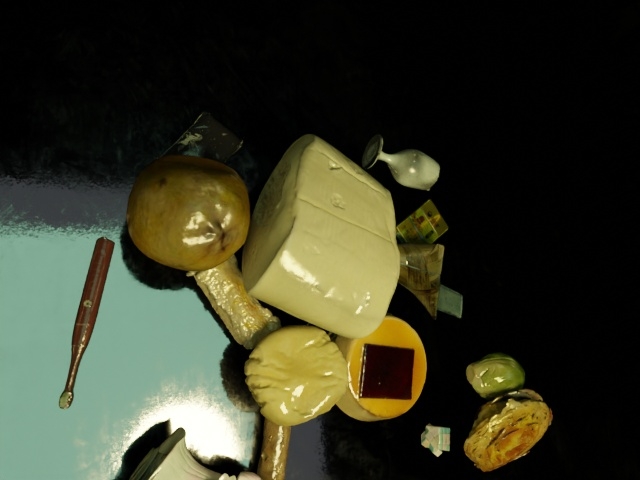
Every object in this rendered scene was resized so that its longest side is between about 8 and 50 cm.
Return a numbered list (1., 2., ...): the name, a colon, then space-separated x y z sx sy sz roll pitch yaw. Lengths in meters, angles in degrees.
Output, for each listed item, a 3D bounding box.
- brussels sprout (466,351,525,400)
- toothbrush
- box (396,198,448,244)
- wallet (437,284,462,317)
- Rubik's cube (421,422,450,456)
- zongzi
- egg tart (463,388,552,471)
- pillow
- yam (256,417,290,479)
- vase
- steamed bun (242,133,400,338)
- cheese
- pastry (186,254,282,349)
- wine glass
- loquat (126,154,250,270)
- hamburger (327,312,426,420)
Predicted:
1. brussels sprout: 0.567 0.431 1.361 0.183 0.145 0.131 25 39 -26
2. toothbrush: -0.505 0.168 0.916 0.041 0.041 0.364 14 71 -24
3. box: 0.336 -0.040 1.421 0.193 0.030 0.121 -37 96 -29
4. wallet: 0.410 0.195 1.399 0.129 0.026 0.088 23 63 -20
5. Rubik's cube: 0.328 0.574 1.233 0.075 0.073 0.084 43 55 -31
6. zongzi: 0.264 0.125 1.306 0.221 0.112 0.242 1 95 -14
7. egg tart: 0.560 0.565 1.302 0.297 0.132 0.297 -7 117 -13
8. pillow: -0.311 -0.233 1.117 0.141 0.055 0.208 41 63 -22
9. yam: -0.110 0.411 1.040 0.081 0.081 0.356 12 73 -25
10. vase: -0.190 0.588 0.863 0.445 0.250 0.250 42 62 -6
11. steamed bun: 0.000 0.000 1.081 0.371 0.290 0.456 31 50 -25
12. cheese: -0.055 0.302 0.982 0.226 0.117 0.214 -24 75 -15
13. pastry: -0.203 0.150 1.049 0.121 0.089 0.258 -38 97 -20
14. wine glass: 0.262 -0.248 1.382 0.241 0.126 0.126 19 69 -21
15. loquat: -0.284 -0.053 0.950 0.276 0.284 0.276 -16 121 -29
16. hamburger: 0.139 0.325 1.135 0.300 0.176 0.300 6 78 -29
